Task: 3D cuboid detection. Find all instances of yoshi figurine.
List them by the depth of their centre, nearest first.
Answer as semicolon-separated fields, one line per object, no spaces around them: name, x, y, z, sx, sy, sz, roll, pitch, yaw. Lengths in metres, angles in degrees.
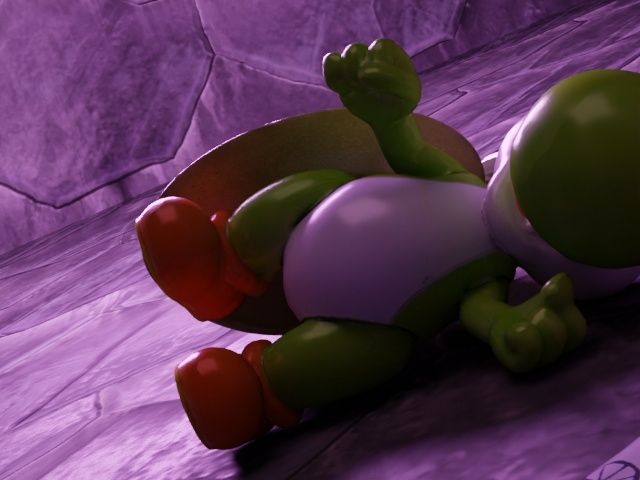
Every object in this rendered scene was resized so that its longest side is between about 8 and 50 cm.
yoshi figurine;0.076;-0.010;1.008;0.362;0.203;0.203;-20;25;6

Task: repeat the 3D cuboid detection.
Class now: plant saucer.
plant saucer;0.000;0.000;1.186;0.241;0.037;0.241;-10;-33;-7

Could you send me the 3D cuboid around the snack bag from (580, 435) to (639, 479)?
snack bag;0.165;0.105;0.532;0.323;0.037;0.342;-27;10;-27

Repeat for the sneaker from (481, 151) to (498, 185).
sneaker;0.097;-0.011;1.323;0.192;0.064;0.086;-16;19;41
